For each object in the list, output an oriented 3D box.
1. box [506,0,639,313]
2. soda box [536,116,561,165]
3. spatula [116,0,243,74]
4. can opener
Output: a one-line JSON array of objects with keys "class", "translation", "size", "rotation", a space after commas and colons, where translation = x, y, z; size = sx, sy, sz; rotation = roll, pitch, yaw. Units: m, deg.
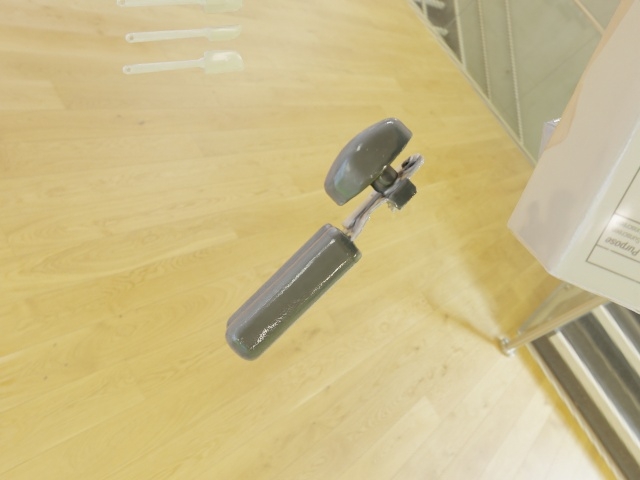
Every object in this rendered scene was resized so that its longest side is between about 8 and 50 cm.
[{"class": "box", "translation": [0.250, -0.105, 0.313], "size": [0.148, 0.311, 0.121], "rotation": [23, 17, -1]}, {"class": "soda box", "translation": [0.582, -0.151, 1.316], "size": [0.098, 0.286, 0.091], "rotation": [-19, 39, -17]}, {"class": "spatula", "translation": [-0.259, -0.396, 1.041], "size": [0.242, 0.168, 0.019], "rotation": [-14, 41, -27]}, {"class": "can opener", "translation": [0.000, 0.000, 0.566], "size": [0.093, 0.280, 0.074], "rotation": [41, 1, -8]}]
